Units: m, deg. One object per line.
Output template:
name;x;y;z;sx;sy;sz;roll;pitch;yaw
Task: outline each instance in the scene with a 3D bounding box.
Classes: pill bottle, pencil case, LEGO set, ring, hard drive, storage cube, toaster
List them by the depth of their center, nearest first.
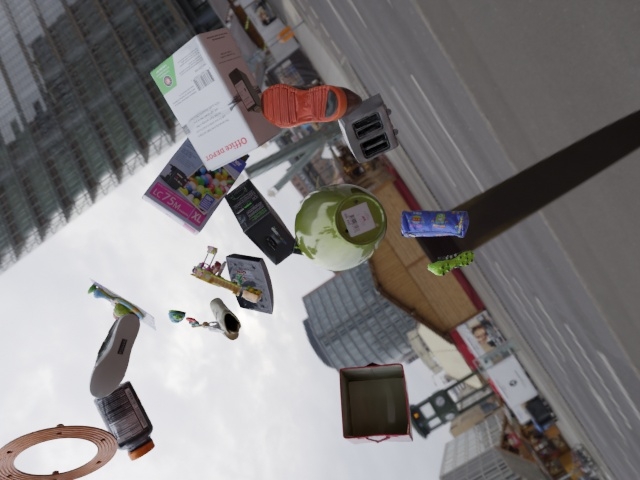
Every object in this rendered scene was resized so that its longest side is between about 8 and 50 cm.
storage cube;0.164;0.474;1.373;0.193;0.184;0.215;65;-161;-59
LEGO set;-0.286;0.089;1.424;0.287;0.107;0.132;15;168;41
ring;-0.791;0.642;1.434;0.336;0.337;0.032;48;-169;-46
toaster;0.151;-0.366;1.569;0.110;0.186;0.168;-107;-9;-55
pill bottle;-0.653;0.612;1.611;0.245;0.130;0.130;63;-172;2
hard drive;-0.265;0.164;1.844;0.054;0.172;0.254;-52;-39;-48
pencil case;0.508;-0.072;2.147;0.119;0.306;0.133;61;-143;-49

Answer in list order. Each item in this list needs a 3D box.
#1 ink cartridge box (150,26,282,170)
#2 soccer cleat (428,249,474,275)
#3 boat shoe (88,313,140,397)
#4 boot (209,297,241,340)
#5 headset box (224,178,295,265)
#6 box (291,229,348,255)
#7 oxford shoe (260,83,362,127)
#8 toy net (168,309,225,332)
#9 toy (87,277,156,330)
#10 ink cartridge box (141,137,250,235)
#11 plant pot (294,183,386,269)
ink cartridge box;-0.265;-0.352;1.222;0.121;0.211;0.289;-46;-66;-47
soccer cleat;0.449;0.069;1.633;0.072;0.179;0.060;27;131;57
boat shoe;-0.536;0.297;1.238;0.078;0.070;0.219;35;-120;-33
boot;-0.369;0.348;1.947;0.165;0.077;0.213;25;140;55
headset box;-0.229;-0.068;1.905;0.283;0.131;0.246;53;-179;44
box;0.000;0.000;1.516;0.162;0.116;0.029;10;-165;-12
oxford shoe;-0.029;-0.306;1.084;0.271;0.098;0.096;17;114;40
toy net;-0.477;0.313;1.869;0.232;0.122;0.045;19;-120;-26
toy;-0.638;0.220;1.516;0.237;0.056;0.137;34;150;3
ink cartridge box;-0.348;-0.193;1.390;0.186;0.311;0.065;36;156;-16
plant pot;0.078;-0.045;1.349;0.274;0.275;0.293;55;171;-4
